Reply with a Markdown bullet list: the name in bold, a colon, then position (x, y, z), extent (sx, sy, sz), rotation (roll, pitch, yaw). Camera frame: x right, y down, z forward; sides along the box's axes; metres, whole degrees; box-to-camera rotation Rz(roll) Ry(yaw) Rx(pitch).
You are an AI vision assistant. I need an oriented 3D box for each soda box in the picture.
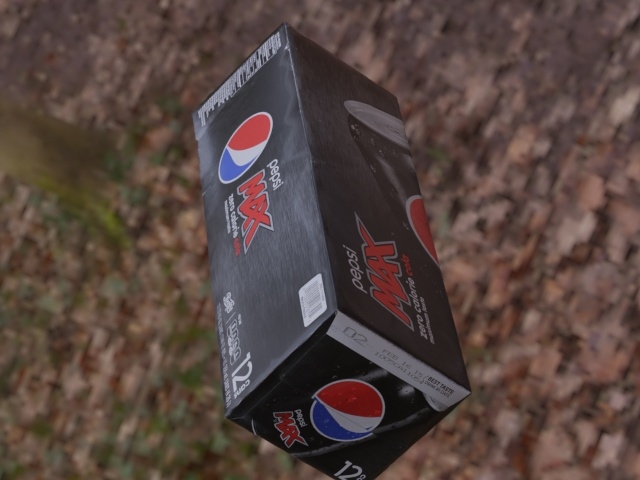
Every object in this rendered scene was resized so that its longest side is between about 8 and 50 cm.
- **soda box**: position (0.000, 0.000, 0.613), extent (0.053, 0.060, 0.169), rotation (-45, 30, 24)
